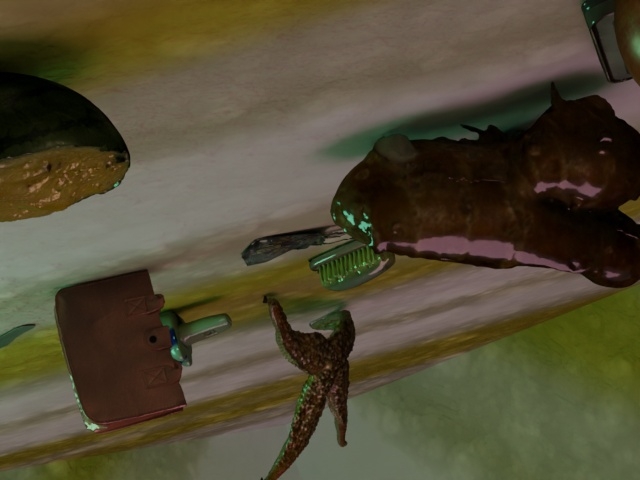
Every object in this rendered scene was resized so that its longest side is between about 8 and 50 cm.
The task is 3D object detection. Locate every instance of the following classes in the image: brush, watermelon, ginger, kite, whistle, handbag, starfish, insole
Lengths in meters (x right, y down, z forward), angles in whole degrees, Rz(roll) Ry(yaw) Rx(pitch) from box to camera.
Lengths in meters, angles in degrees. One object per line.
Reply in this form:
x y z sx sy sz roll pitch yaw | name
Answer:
0.119 0.009 2.468 0.313 0.067 0.072 -25 164 29 | brush
-0.288 -0.081 1.381 0.232 0.127 0.204 -8 166 -39 | watermelon
0.224 -0.076 1.947 0.418 0.254 0.176 5 -166 -7 | ginger
0.000 -0.001 2.369 0.245 0.015 0.141 -10 168 -11 | kite
-0.264 0.172 2.620 0.244 0.092 0.110 -16 157 7 | whistle
-0.285 0.156 2.241 0.157 0.212 0.059 -13 162 -15 | handbag
-0.020 0.246 2.919 0.132 0.384 0.398 13 -163 14 | starfish
-0.494 0.156 2.465 0.053 0.002 0.152 -3 162 -45 | insole

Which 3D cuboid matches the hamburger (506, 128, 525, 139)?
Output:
0.271 -0.067 2.101 0.185 0.159 0.131 -1 176 36 | hamburger

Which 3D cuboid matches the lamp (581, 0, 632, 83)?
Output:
0.425 -0.258 1.705 0.269 0.047 0.266 -19 168 12 | lamp

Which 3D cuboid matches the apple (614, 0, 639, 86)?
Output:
0.399 -0.203 1.469 0.242 0.242 0.241 -19 159 12 | apple
